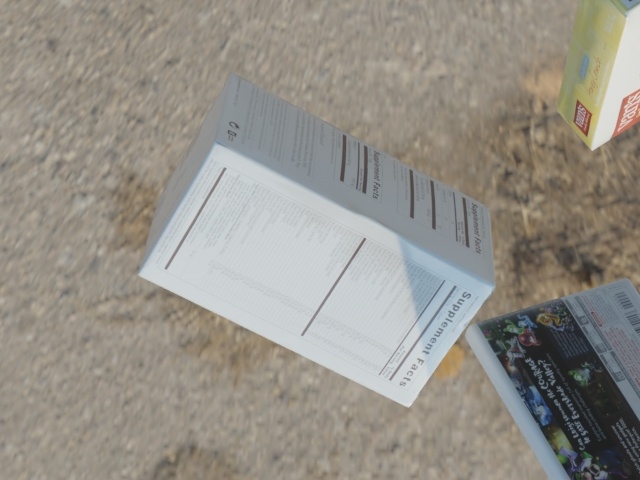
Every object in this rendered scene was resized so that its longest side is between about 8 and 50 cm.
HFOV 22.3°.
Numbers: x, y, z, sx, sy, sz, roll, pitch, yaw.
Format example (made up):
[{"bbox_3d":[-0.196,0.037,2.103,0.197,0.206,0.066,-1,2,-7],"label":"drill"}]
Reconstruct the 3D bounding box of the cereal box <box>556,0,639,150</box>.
[{"bbox_3d":[0.267,-0.170,1.055,0.240,0.173,0.047,-33,68,-12],"label":"cereal box"}]

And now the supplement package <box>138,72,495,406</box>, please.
[{"bbox_3d":[0.000,0.000,1.289,0.244,0.134,0.139,27,117,-12],"label":"supplement package"}]

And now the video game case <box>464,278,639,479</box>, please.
[{"bbox_3d":[0.240,0.130,1.382,0.173,0.190,0.022,-14,149,-26],"label":"video game case"}]
